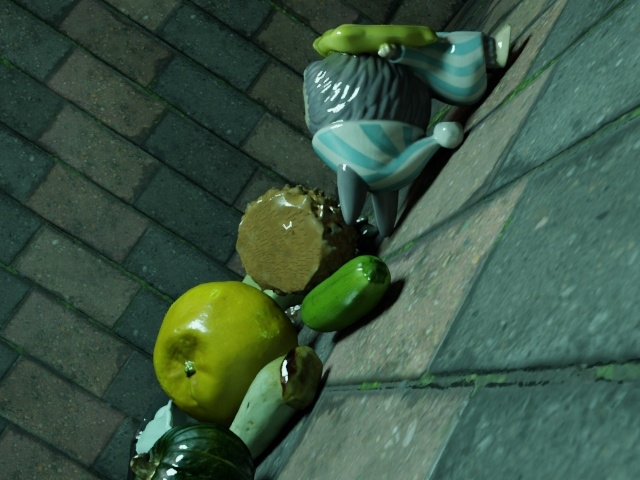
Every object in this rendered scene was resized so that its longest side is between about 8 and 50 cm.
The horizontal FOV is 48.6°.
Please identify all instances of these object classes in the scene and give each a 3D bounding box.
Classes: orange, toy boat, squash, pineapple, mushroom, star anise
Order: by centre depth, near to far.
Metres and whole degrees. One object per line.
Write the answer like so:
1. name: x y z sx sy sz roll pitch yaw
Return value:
1. squash: -0.183 0.354 0.984 0.218 0.172 0.218 -167 90 -86
2. squash: 0.040 0.086 1.082 0.082 0.082 0.292 -59 7 -26
3. mushroom: -0.096 0.285 1.146 0.333 0.087 0.107 -56 5 40
4. toy boat: -0.268 0.393 1.298 0.100 0.199 0.290 -20 15 -2
5. orange: -0.178 0.211 1.318 0.279 0.279 0.235 -55 -8 27
6. pineapple: 0.000 -0.002 1.405 0.223 0.223 0.357 -56 -20 16
7. star anise: -0.093 0.218 1.699 0.182 0.065 0.195 -53 -5 -18

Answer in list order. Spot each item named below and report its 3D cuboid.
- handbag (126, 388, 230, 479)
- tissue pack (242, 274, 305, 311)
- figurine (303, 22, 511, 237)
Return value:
1. handbag: -0.282 0.429 1.548 0.302 0.178 0.275 -60 -10 -53
2. tissue pack: -0.073 0.080 1.727 0.159 0.125 0.234 -6 -35 -40
3. figurine: 0.149 -0.198 1.306 0.266 0.361 0.377 -63 -27 -78
